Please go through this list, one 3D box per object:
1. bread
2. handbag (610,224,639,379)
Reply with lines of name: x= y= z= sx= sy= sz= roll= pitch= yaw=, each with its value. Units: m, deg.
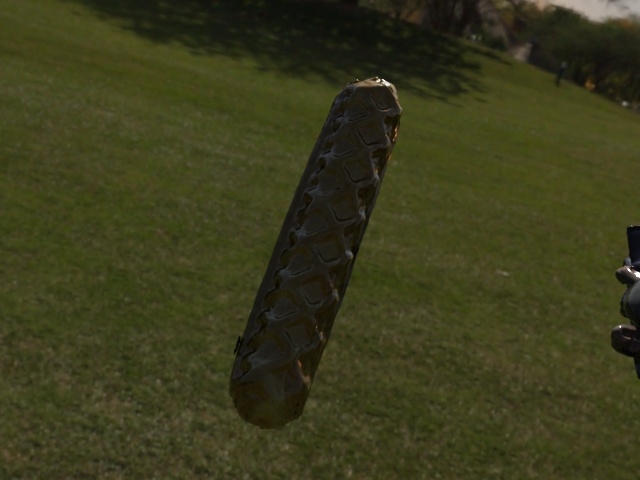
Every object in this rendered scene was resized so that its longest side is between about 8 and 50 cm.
bread: x=0.001 y=0.000 z=0.811 sx=0.077 sy=0.367 sz=0.084 roll=13 pitch=-24 yaw=12
handbag: x=0.431 y=0.094 z=0.909 sx=0.269 sy=0.118 sz=0.325 roll=0 pitch=35 yaw=10
